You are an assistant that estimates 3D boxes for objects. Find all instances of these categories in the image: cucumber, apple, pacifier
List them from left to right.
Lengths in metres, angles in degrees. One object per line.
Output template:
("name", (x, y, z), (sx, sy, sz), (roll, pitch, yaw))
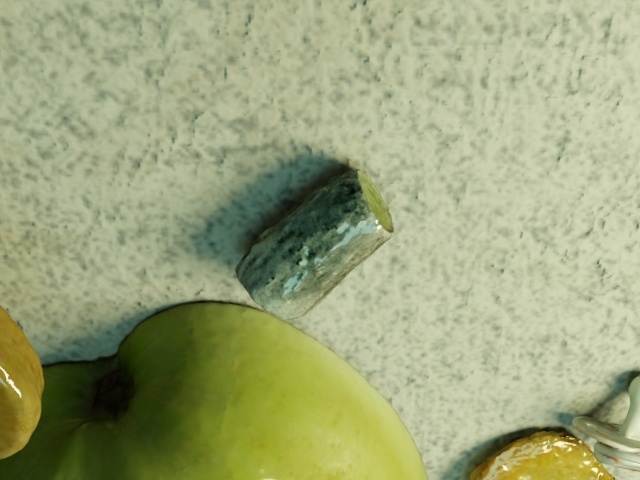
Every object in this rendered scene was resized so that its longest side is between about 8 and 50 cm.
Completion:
("apple", (-0.108, 0.231, 0.865), (0.320, 0.312, 0.360), (-47, 131, -27))
("cucumber", (-0.001, 0.002, 0.732), (0.064, 0.064, 0.112), (37, 112, -26))
("pacifier", (0.252, 0.144, 0.853), (0.099, 0.081, 0.078), (16, 94, -16))

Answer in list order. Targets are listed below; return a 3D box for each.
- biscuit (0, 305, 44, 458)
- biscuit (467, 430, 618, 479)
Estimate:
("biscuit", (-0.384, 0.055, 0.690), (0.368, 0.076, 0.394), (40, 121, -19))
("biscuit", (0.217, 0.248, 0.944), (0.118, 0.029, 0.247), (-35, 121, 10))
